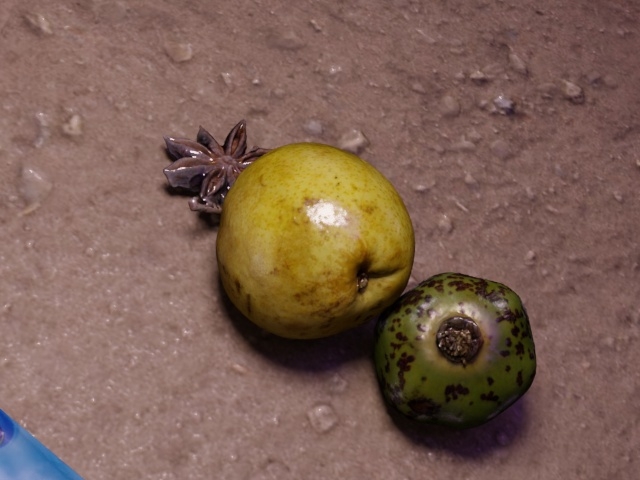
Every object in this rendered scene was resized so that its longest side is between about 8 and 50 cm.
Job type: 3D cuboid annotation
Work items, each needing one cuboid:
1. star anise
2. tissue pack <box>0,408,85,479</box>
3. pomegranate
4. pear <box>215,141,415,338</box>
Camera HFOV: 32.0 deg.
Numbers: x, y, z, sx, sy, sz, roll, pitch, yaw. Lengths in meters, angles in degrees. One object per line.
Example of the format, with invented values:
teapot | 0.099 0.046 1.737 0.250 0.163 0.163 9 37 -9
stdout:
star anise | -0.160 -0.103 1.798 0.230 0.081 0.262 29 40 -4
tissue pack | -0.386 0.346 1.340 0.263 0.146 0.198 37 52 9
pomegranate | 0.200 0.162 1.671 0.254 0.270 0.254 -1 78 7
pear | 0.000 0.000 1.649 0.304 0.304 0.304 12 54 -17
